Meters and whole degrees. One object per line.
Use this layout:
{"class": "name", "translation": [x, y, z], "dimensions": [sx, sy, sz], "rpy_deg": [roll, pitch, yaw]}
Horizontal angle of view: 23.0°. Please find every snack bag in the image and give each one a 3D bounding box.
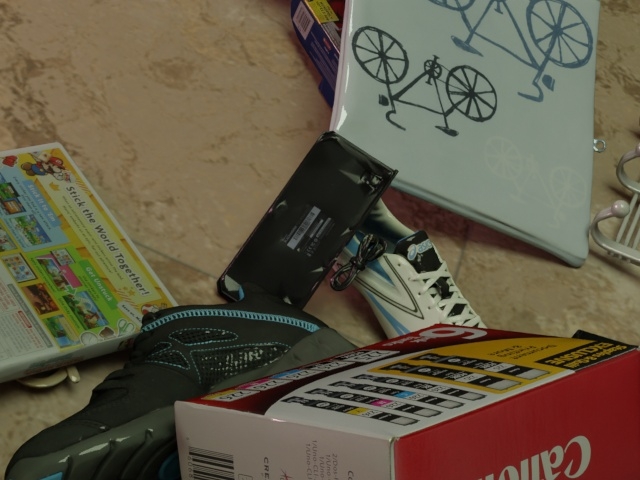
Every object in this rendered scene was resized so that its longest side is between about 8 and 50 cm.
{"class": "snack bag", "translation": [0.153, -0.160, 1.577], "dimensions": [0.323, 0.037, 0.343], "rpy_deg": [21, 60, -26]}

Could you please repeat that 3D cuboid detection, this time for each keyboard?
{"class": "keyboard", "translation": [0.000, 0.000, 1.389], "dimensions": [0.108, 0.023, 0.180], "rpy_deg": [33, 81, 13]}

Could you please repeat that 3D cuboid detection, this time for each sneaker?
{"class": "sneaker", "translation": [0.091, 0.049, 1.407], "dimensions": [0.085, 0.086, 0.237], "rpy_deg": [-27, 67, -41]}
{"class": "sneaker", "translation": [-0.121, 0.133, 1.228], "dimensions": [0.139, 0.125, 0.341], "rpy_deg": [40, 37, 28]}

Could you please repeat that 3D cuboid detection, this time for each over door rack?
{"class": "over door rack", "translation": [0.458, -0.016, 1.612], "dimensions": [0.324, 0.108, 0.239], "rpy_deg": [30, 44, 3]}

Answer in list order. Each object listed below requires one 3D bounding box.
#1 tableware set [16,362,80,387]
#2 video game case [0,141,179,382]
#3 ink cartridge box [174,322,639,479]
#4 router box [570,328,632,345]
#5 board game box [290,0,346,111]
{"class": "tableware set", "translation": [-0.273, 0.070, 1.268], "dimensions": [0.168, 0.020, 0.141], "rpy_deg": [-3, 52, -26]}
{"class": "video game case", "translation": [-0.253, 0.014, 1.303], "dimensions": [0.206, 0.026, 0.227], "rpy_deg": [-14, 53, -39]}
{"class": "ink cartridge box", "translation": [0.101, 0.159, 1.140], "dimensions": [0.272, 0.130, 0.309], "rpy_deg": [4, 11, 41]}
{"class": "router box", "translation": [0.306, 0.165, 1.427], "dimensions": [0.179, 0.046, 0.133], "rpy_deg": [17, 46, -9]}
{"class": "board game box", "translation": [0.088, -0.185, 1.634], "dimensions": [0.194, 0.060, 0.194], "rpy_deg": [-10, 55, -32]}
